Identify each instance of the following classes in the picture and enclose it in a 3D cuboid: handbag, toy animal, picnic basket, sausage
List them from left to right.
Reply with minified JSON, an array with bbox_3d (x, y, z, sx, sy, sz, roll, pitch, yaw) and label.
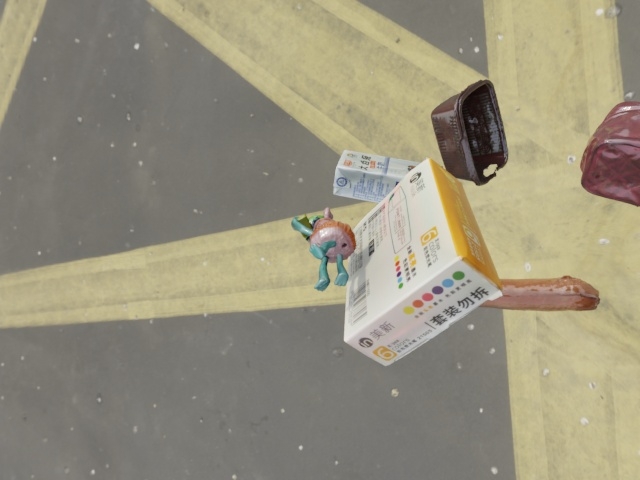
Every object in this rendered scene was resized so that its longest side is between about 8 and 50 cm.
[{"bbox_3d":[0.000,0.000,0.659,0.103,0.208,0.100,18,111,-10],"label":"toy animal"},{"bbox_3d":[0.460,-0.332,1.267,0.129,0.222,0.296,11,132,53],"label":"picnic basket"},{"bbox_3d":[0.499,0.140,1.090,0.419,0.094,0.094,-1,58,21],"label":"sausage"},{"bbox_3d":[0.581,-0.139,0.694,0.225,0.146,0.135,21,57,27],"label":"handbag"}]

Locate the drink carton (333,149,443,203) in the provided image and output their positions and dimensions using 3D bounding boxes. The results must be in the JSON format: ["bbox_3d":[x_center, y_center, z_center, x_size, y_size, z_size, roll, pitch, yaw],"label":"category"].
[{"bbox_3d":[0.204,-0.182,1.225,0.315,0.130,0.106,12,126,8],"label":"drink carton"}]

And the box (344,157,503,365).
[{"bbox_3d":[0.138,0.022,0.632,0.091,0.273,0.221,33,125,-19],"label":"box"}]
